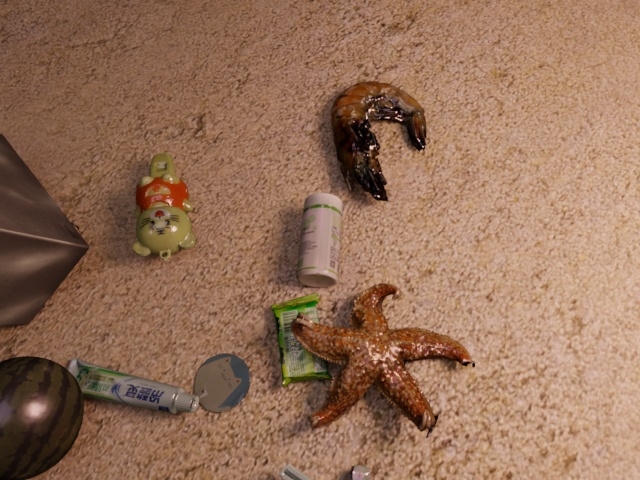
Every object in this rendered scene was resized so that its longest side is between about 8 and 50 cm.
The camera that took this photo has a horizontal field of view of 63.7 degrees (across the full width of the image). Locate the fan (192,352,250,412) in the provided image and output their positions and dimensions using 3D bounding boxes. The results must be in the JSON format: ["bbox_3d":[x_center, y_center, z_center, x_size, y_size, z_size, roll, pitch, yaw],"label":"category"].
[{"bbox_3d":[-0.219,0.289,0.998,0.175,0.005,0.113,-27,61,-7],"label":"fan"}]

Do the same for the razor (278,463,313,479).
[{"bbox_3d":[-0.079,0.522,0.839,0.111,0.056,0.277,26,76,21],"label":"razor"}]

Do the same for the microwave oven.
[{"bbox_3d":[-0.752,-0.060,1.050,0.432,0.374,0.236,44,99,23],"label":"microwave oven"}]

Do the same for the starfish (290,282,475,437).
[{"bbox_3d":[0.100,0.221,0.926,0.312,0.113,0.303,-31,61,-18],"label":"starfish"}]

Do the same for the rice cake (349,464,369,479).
[{"bbox_3d":[0.057,0.481,0.846,0.033,0.033,0.207,7,65,1],"label":"rice cake"}]

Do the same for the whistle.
[{"bbox_3d":[-0.351,-0.080,1.151,0.131,0.106,0.288,-9,62,-4],"label":"whistle"}]

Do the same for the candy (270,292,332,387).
[{"bbox_3d":[-0.038,0.194,1.008,0.102,0.032,0.178,-11,61,-1],"label":"candy"}]

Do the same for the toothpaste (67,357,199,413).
[{"bbox_3d":[-0.374,0.288,0.998,0.297,0.048,0.074,6,64,17],"label":"toothpaste"}]

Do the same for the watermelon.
[{"bbox_3d":[-0.534,0.312,0.918,0.212,0.212,0.212,-3,62,6],"label":"watermelon"}]

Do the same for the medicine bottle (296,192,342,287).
[{"bbox_3d":[0.000,0.000,1.073,0.086,0.086,0.183,1,63,8],"label":"medicine bottle"}]

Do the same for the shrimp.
[{"bbox_3d":[0.146,-0.243,1.193,0.233,0.071,0.364,-9,57,-3],"label":"shrimp"}]
